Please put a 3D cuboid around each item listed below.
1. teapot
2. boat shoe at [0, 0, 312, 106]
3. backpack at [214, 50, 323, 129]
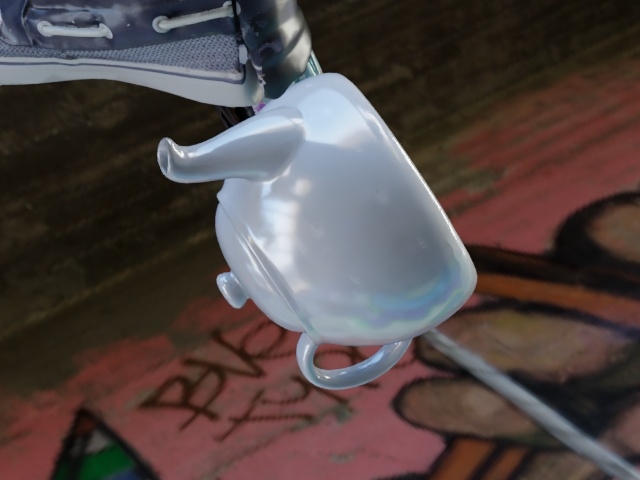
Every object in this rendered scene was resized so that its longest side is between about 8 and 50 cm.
[{"bbox_3d":[0.000,0.000,1.199,0.187,0.252,0.256,-35,-93,0],"label":"teapot"},{"bbox_3d":[-0.175,-0.199,1.010,0.158,0.340,0.127,74,-149,-46],"label":"boat shoe"},{"bbox_3d":[-0.062,-0.172,1.456,0.115,0.152,0.182,-27,-68,-2],"label":"backpack"}]
